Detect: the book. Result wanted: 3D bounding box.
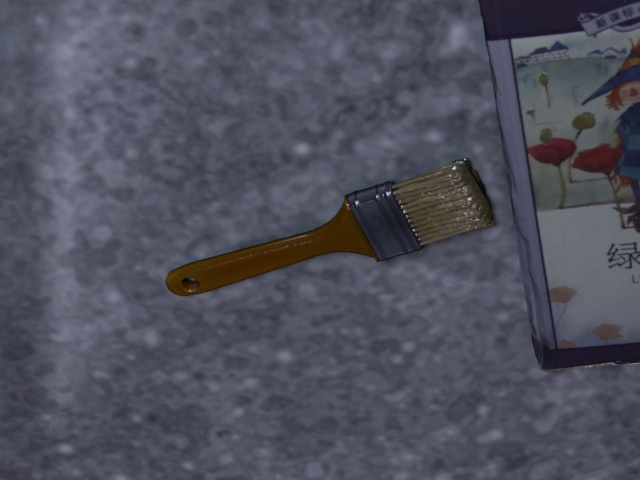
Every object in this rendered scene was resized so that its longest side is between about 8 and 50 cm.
[{"bbox_3d":[0.163,-0.033,0.733,0.157,0.026,0.231,-7,128,10],"label":"book"}]

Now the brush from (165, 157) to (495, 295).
[{"bbox_3d":[0.000,0.000,0.781,0.170,0.014,0.043,-16,127,19],"label":"brush"}]
